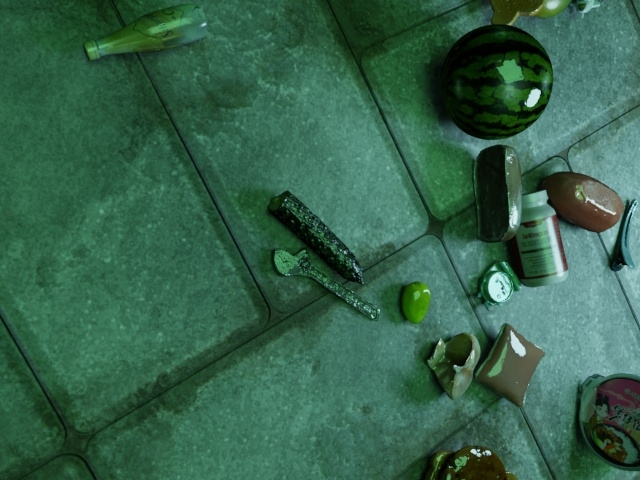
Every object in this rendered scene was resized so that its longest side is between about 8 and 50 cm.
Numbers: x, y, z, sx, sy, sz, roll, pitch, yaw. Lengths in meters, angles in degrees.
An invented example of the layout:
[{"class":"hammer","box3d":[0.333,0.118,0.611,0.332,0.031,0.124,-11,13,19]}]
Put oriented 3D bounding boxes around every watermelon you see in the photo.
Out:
[{"class":"watermelon","box3d":[0.442,-0.400,1.586,0.285,0.285,0.285,1,86,-22]}]

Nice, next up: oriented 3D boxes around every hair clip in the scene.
[{"class":"hair clip","box3d":[0.924,-0.019,1.883,0.039,0.070,0.229,20,72,-16]}]

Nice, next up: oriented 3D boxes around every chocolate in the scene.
[{"class":"chocolate","box3d":[0.480,-0.121,1.643,0.080,0.157,0.254,-1,88,-18]}]

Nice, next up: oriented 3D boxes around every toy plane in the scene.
[{"class":"toy plane","box3d":[0.806,-0.785,1.875,0.182,0.107,0.273,-3,55,16]}]

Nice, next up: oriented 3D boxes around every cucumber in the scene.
[{"class":"cucumber","box3d":[0.000,-0.001,1.491,0.300,0.072,0.072,44,72,-14]}]

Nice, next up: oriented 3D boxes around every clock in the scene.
[{"class":"clock","box3d":[0.475,0.129,1.691,0.135,0.041,0.101,-41,102,-19]}]

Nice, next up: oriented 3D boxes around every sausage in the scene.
[{"class":"sausage","box3d":[0.749,-0.109,1.769,0.254,0.148,0.148,22,79,-22]}]

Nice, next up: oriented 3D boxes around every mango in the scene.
[{"class":"mango","box3d":[0.241,0.158,1.586,0.073,0.056,0.108,0,89,-17]},{"class":"mango","box3d":[0.660,-0.741,1.772,0.156,0.114,0.251,37,80,9]}]

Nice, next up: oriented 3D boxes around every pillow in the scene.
[{"class":"pillow","box3d":[0.509,0.333,1.674,0.171,0.075,0.179,35,75,-17]}]

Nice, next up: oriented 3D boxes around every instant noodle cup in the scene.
[{"class":"instant noodle cup","box3d":[0.888,0.508,1.741,0.182,0.258,0.302,16,37,-38]}]

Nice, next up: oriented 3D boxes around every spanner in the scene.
[{"class":"spanner","box3d":[0.019,0.107,1.515,0.325,0.026,0.093,34,76,-18]}]

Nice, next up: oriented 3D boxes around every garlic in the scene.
[{"class":"garlic","box3d":[0.355,0.317,1.605,0.124,0.099,0.174,43,71,-30]}]

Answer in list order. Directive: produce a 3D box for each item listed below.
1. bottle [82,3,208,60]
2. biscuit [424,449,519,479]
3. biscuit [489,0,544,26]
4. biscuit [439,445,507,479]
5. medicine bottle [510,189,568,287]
[{"class":"bottle","box3d":[-0.379,-0.446,1.355,0.270,0.083,0.083,-25,96,-20]},{"class":"biscuit","box3d":[0.365,0.679,1.606,0.376,0.051,0.269,12,81,-22]},{"class":"biscuit","box3d":[0.510,-0.709,1.723,0.165,0.036,0.250,-22,76,10]},{"class":"biscuit","box3d":[0.388,0.626,1.574,0.212,0.036,0.212,1,87,-22]},{"class":"medicine bottle","box3d":[0.586,-0.005,1.696,0.131,0.131,0.250,-15,93,-22]}]
